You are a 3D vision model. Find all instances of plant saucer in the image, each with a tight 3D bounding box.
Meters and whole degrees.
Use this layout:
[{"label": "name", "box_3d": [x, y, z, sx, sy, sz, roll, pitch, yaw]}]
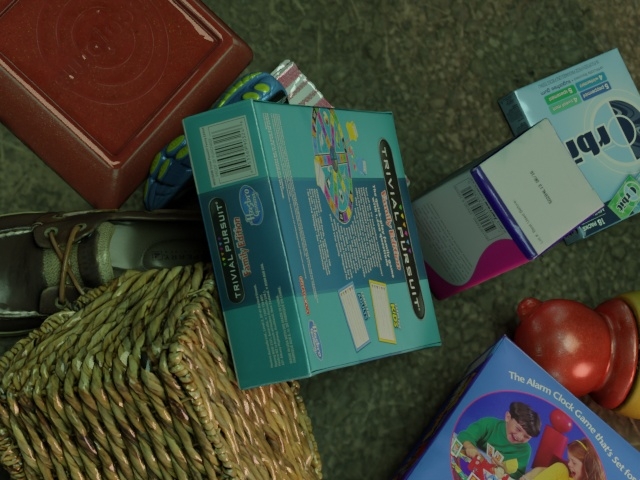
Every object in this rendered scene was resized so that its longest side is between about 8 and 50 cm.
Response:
[{"label": "plant saucer", "box_3d": [-0.228, -0.202, 1.883, 0.259, 0.047, 0.258, 43, 65, -8]}]

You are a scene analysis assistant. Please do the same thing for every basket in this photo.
[{"label": "basket", "box_3d": [-0.151, 0.180, 1.727, 0.213, 0.223, 0.299, -69, 140, -56]}]

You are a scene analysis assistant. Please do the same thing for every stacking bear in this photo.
[{"label": "stacking bear", "box_3d": [0.346, 0.125, 1.982, 0.289, 0.164, 0.175, 5, 75, -17]}]

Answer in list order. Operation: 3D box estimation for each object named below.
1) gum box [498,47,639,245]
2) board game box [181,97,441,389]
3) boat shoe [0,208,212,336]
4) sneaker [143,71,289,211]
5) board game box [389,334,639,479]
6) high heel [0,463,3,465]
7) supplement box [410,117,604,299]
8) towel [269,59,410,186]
[{"label": "gum box", "box_3d": [0.311, -0.109, 2.084, 0.157, 0.041, 0.184, -23, 87, -26]}, {"label": "board game box", "box_3d": [0.000, 0.000, 1.776, 0.336, 0.079, 0.254, -3, 81, -66]}, {"label": "boat shoe", "box_3d": [-0.230, 0.019, 1.781, 0.342, 0.123, 0.123, -3, 78, -23]}, {"label": "sneaker", "box_3d": [-0.103, -0.089, 1.868, 0.188, 0.067, 0.078, -42, 129, 1]}, {"label": "board game box", "box_3d": [0.248, 0.294, 1.838, 0.347, 0.078, 0.233, 41, 50, -1]}, {"label": "high heel", "box_3d": [-0.373, 0.298, 1.696, 0.186, 0.093, 0.261, -4, 93, 2]}, {"label": "supplement box", "box_3d": [0.178, -0.029, 1.910, 0.114, 0.220, 0.111, -35, 92, -27]}, {"label": "towel", "box_3d": [-0.011, -0.081, 1.951, 0.197, 0.029, 0.144, 44, 66, -7]}]
